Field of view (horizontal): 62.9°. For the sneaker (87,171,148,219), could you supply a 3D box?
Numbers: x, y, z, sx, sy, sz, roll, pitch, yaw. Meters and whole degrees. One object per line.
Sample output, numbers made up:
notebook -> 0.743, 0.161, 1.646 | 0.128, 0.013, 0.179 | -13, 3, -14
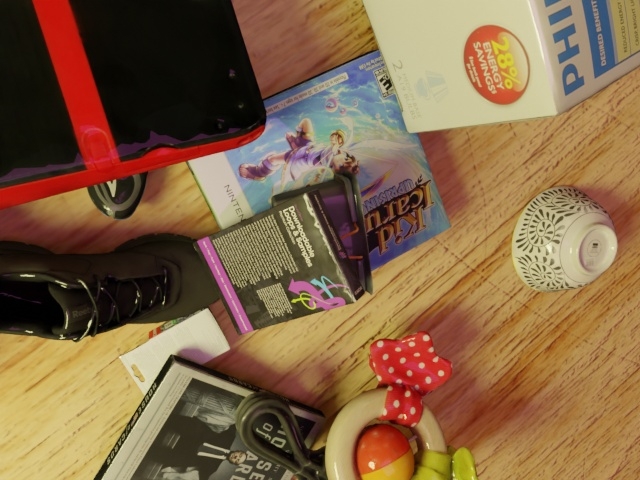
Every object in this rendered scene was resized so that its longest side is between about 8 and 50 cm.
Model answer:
sneaker -> -0.204, -0.114, 0.547 | 0.067, 0.078, 0.188 | 13, 97, -21

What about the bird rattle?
bird rattle -> 0.103, 0.253, 0.659 | 0.207, 0.143, 0.253 | -21, 93, -29

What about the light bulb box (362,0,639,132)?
light bulb box -> 0.225, -0.348, 0.543 | 0.361, 0.225, 0.357 | -31, 109, -21

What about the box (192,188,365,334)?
box -> -0.047, 0.027, 0.540 | 0.029, 0.162, 0.116 | -34, 101, -55

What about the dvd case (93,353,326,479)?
dvd case -> -0.128, 0.261, 0.659 | 0.239, 0.030, 0.179 | 31, 90, -30

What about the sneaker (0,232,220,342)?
sneaker -> -0.224, 0.057, 0.541 | 0.287, 0.130, 0.108 | -5, 104, -27

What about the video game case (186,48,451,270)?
video game case -> 0.003, -0.066, 0.639 | 0.270, 0.061, 0.244 | -28, 110, -12

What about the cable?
cable -> -0.017, 0.287, 0.688 | 0.287, 0.072, 0.139 | 38, 95, -27

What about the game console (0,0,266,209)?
game console -> -0.262, -0.237, 0.475 | 0.342, 0.060, 0.386 | -18, 92, -19

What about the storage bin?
storage bin -> 0.000, 0.000, 0.573 | 0.091, 0.098, 0.135 | -11, 105, -6

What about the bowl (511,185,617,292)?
bowl -> 0.378, 0.006, 0.774 | 0.170, 0.080, 0.170 | -4, 101, -18

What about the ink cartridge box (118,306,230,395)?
ink cartridge box -> -0.175, 0.130, 0.633 | 0.115, 0.029, 0.062 | -28, 109, -11
